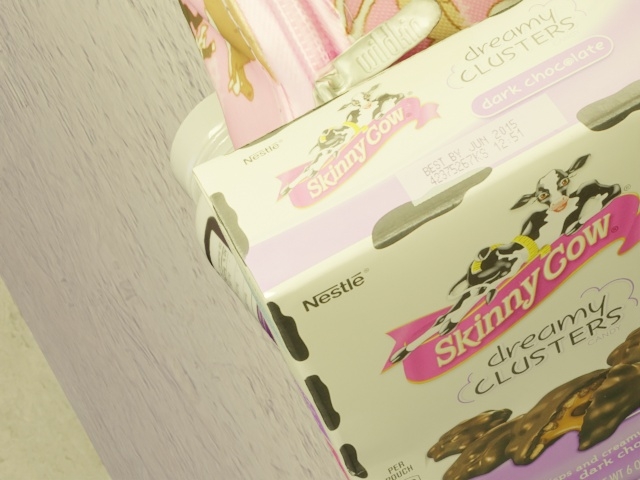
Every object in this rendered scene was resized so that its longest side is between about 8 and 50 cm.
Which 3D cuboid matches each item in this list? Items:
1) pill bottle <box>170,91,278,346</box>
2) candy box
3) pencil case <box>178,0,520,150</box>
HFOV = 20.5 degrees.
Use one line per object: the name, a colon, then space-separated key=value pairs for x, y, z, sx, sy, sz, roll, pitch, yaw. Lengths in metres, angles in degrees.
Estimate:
pill bottle: x=0.000 y=0.000 z=0.950 sx=0.193 sy=0.108 sz=0.108 roll=49 pitch=159 yaw=35
candy box: x=0.068 y=0.019 z=0.630 sx=0.070 sy=0.164 sz=0.196 roll=59 pitch=176 yaw=43
pencil case: x=-0.041 y=-0.183 z=0.696 sx=0.386 sy=0.160 sz=0.167 roll=61 pitch=155 yaw=1
